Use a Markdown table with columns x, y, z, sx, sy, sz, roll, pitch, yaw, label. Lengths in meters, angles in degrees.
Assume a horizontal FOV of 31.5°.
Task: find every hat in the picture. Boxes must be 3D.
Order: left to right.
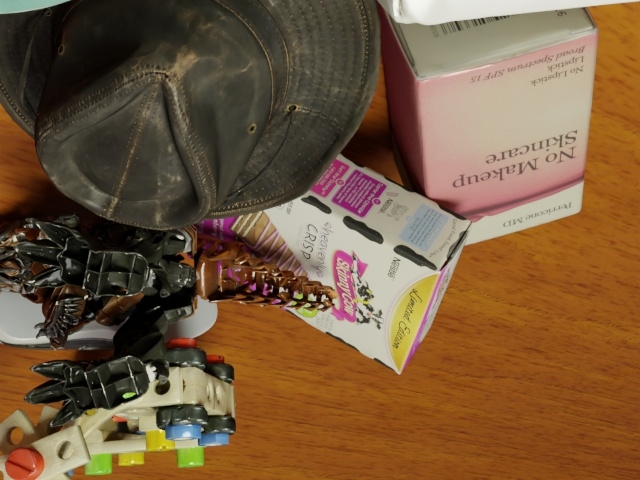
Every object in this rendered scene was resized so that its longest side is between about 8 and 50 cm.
| x | y | z | sx | sy | sz | roll | pitch | yaw | label |
| --- | --- | --- | --- | --- | --- | --- | --- | --- | --- |
| -0.123 | -0.101 | 0.808 | 0.332 | 0.134 | 0.331 | 8 | 135 | 8 | hat |

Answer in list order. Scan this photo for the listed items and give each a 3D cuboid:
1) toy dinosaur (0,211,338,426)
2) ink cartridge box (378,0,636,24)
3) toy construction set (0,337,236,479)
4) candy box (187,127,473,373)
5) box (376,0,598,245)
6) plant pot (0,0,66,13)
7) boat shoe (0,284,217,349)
| x | y | z | sx | sy | sz | roll | pitch | yaw | label |
| --- | --- | --- | --- | --- | --- | --- | --- | --- | --- |
| -0.158 | 0.025 | 0.965 | 0.322 | 0.218 | 0.164 | -16 | 104 | 17 | toy dinosaur |
| 0.102 | -0.234 | 0.642 | 0.211 | 0.289 | 0.121 | -9 | 122 | -10 | ink cartridge box |
| -0.199 | 0.172 | 1.121 | 0.215 | 0.151 | 0.328 | -6 | 179 | 9 | toy construction set |
| 0.000 | 0.000 | 1.003 | 0.233 | 0.071 | 0.159 | 27 | 141 | 12 | candy box |
| 0.139 | -0.118 | 0.967 | 0.149 | 0.126 | 0.232 | -16 | 144 | -2 | box |
| -0.174 | -0.255 | 0.558 | 0.293 | 0.235 | 0.293 | -13 | 147 | -9 | plant pot |
| -0.220 | 0.077 | 1.137 | 0.229 | 0.080 | 0.076 | -5 | 167 | -26 | boat shoe |
